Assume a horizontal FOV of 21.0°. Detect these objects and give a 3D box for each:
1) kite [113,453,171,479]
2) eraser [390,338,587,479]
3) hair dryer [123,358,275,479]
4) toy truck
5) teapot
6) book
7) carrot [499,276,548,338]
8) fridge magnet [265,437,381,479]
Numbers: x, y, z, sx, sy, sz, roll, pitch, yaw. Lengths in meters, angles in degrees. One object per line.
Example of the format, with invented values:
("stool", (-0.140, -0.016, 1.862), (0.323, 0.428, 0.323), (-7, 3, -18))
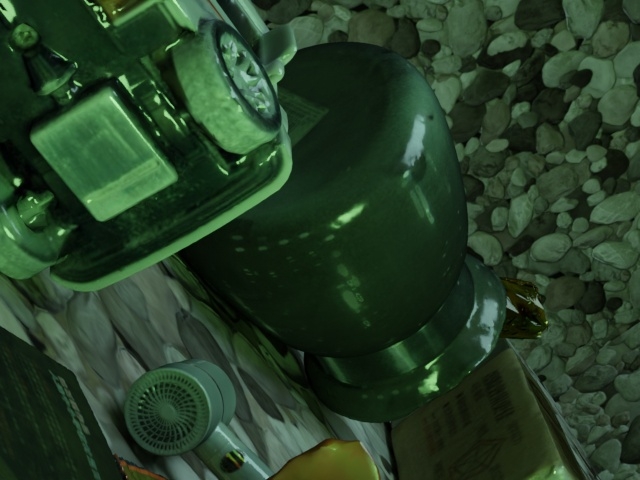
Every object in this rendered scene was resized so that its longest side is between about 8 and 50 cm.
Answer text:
("kite", (0.013, 0.252, 0.891), (0.377, 0.013, 0.327), (52, 8, -25))
("eraser", (0.141, 0.191, 1.479), (0.078, 0.144, 0.343), (53, 8, -14))
("hair dryer", (-0.042, 0.120, 0.919), (0.137, 0.047, 0.082), (45, 4, 6))
("toy truck", (-0.171, -0.175, 0.870), (0.387, 0.173, 0.207), (54, 20, -27))
("teapot", (-0.003, 0.017, 1.365), (0.285, 0.305, 0.223), (58, 40, -38))
("book", (-0.134, 0.081, 0.669), (0.160, 0.024, 0.228), (60, 9, 32))
("carrot", (0.092, 0.057, 1.563), (0.069, 0.228, 0.069), (-177, -90, -80))
("fridge magnet", (0.071, 0.246, 0.696), (0.363, 0.155, 0.363), (49, 14, -17))
